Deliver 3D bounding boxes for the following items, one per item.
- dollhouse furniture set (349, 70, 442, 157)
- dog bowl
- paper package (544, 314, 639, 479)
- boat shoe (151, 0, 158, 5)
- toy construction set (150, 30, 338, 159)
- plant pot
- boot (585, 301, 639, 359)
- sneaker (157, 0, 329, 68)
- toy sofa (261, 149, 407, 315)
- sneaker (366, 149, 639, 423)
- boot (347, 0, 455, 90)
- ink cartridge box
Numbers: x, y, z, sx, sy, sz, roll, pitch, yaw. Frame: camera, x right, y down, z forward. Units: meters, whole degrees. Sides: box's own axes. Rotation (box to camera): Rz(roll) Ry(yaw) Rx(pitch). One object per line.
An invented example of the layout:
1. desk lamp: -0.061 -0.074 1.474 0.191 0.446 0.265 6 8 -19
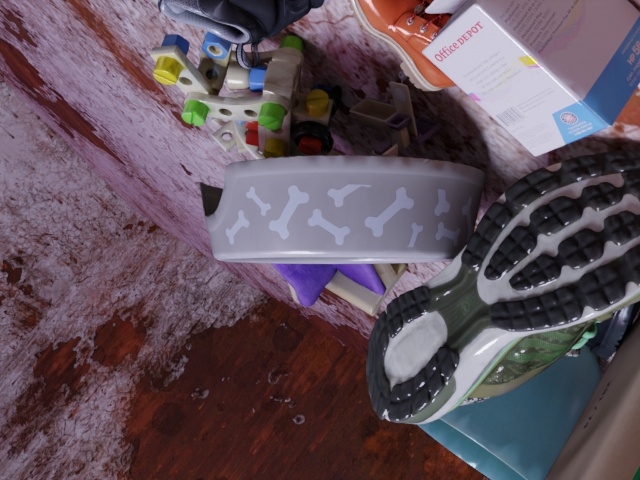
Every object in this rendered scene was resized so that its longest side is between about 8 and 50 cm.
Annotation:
1. dollhouse furniture set: 0.060 -0.151 0.779 0.114 0.091 0.081 28 148 44
2. dog bowl: 0.025 -0.025 0.836 0.348 0.102 0.349 -1 177 0
3. paper package: 0.353 0.206 0.684 0.168 0.325 0.309 31 164 20
4. boat shoe: -0.248 -0.359 0.743 0.340 0.127 0.113 33 165 11
5. toy construction set: -0.087 -0.165 0.919 0.215 0.151 0.328 12 172 1
6. plant pot: 0.304 0.244 1.105 0.293 0.235 0.293 35 167 9
7. boot: 0.277 0.053 0.842 0.207 0.094 0.246 27 170 22
8. sneaker: -0.092 -0.272 0.578 0.101 0.153 0.268 22 159 46
9. toy sofa: 0.000 0.000 1.190 0.150 0.177 0.362 27 162 37
10. sneaker: 0.226 0.061 0.703 0.182 0.158 0.410 13 140 -35
11. boot: 0.090 -0.194 0.601 0.158 0.059 0.084 37 166 -35
12. ink cartridge box: 0.154 -0.149 0.505 0.143 0.090 0.092 40 166 -9
